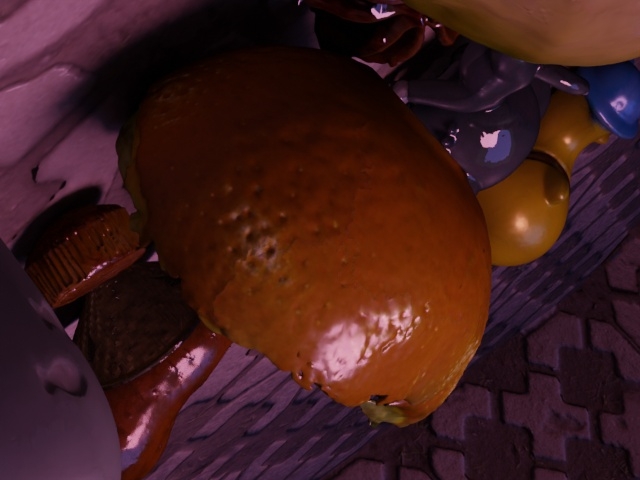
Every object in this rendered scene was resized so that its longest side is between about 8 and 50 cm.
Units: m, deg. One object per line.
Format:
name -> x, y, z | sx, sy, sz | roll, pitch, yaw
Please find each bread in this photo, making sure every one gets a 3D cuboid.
bread -> -0.169, 0.007, 1.132 | 0.085, 0.053, 0.085 | -33, 176, -2

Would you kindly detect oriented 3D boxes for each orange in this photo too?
orange -> 0.008, -0.005, 1.093 | 0.196, 0.262, 0.334 | -27, 158, 7

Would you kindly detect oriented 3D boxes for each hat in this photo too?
hat -> -0.161, 0.044, 1.272 | 0.146, 0.067, 0.146 | -27, -150, 17

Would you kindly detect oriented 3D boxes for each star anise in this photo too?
star anise -> 0.071, -0.187, 1.060 | 0.220, 0.126, 0.190 | -14, -168, 48

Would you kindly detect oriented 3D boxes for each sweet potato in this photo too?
sweet potato -> -0.198, 0.178, 1.484 | 0.359, 0.112, 0.112 | -40, 167, 8

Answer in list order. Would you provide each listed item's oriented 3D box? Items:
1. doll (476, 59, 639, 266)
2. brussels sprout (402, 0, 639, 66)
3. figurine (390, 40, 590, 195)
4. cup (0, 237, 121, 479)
doll -> 0.242, -0.083, 1.882 | 0.363, 0.145, 0.199 | -50, -153, -4
brussels sprout -> 0.084, -0.199, 0.729 | 0.294, 0.259, 0.227 | -120, -141, -72
figurine -> 0.159, -0.141, 1.424 | 0.193, 0.140, 0.265 | -53, -171, -32
cup -> -0.241, 0.080, 0.679 | 0.259, 0.274, 0.357 | -38, 165, -13
